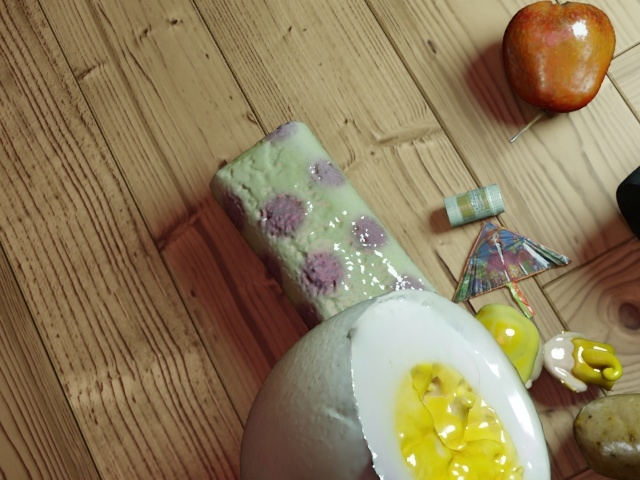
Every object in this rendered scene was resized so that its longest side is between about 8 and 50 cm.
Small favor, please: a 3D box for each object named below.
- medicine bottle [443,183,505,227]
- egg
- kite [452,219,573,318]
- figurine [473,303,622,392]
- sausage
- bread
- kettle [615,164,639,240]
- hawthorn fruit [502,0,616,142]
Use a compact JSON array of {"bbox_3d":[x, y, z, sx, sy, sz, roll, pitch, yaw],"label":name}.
[{"bbox_3d":[0.230,-0.052,1.286,0.083,0.047,0.047,-17,77,11],"label":"medicine bottle"},{"bbox_3d":[0.056,0.278,1.084,0.340,0.354,0.354,-37,71,37],"label":"egg"},{"bbox_3d":[0.278,0.043,1.277,0.190,0.010,0.159,-20,78,11],"label":"kite"},{"bbox_3d":[0.288,0.161,1.203,0.246,0.131,0.156,4,62,1],"label":"figurine"},{"bbox_3d":[0.567,0.258,1.059,0.501,0.123,0.136,1,105,27],"label":"sausage"},{"bbox_3d":[0.000,0.000,1.277,0.187,0.155,0.338,-36,74,1],"label":"bread"},{"bbox_3d":[0.589,-0.071,1.145,0.290,0.207,0.268,-43,103,-5],"label":"kettle"},{"bbox_3d":[0.341,-0.244,1.251,0.163,0.162,0.203,5,104,14],"label":"hawthorn fruit"}]
